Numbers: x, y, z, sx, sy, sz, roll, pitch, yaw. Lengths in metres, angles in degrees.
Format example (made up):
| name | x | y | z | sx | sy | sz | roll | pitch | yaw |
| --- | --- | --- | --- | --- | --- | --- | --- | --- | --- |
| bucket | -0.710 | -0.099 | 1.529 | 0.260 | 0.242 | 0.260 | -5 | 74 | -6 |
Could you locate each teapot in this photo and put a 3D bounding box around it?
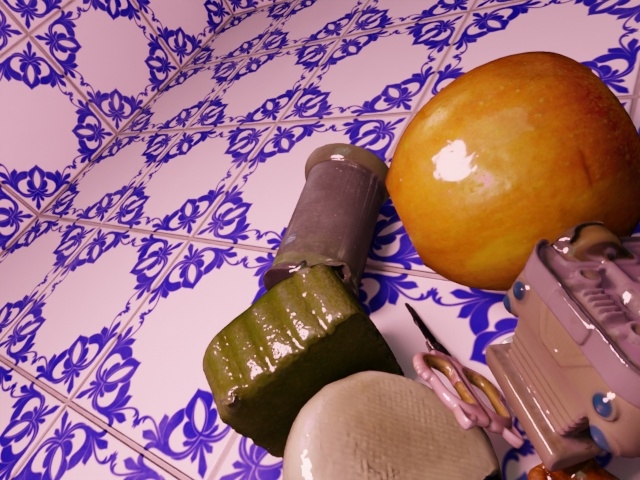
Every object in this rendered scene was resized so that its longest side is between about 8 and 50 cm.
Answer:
| name | x | y | z | sx | sy | sz | roll | pitch | yaw |
| --- | --- | --- | --- | --- | --- | --- | --- | --- | --- |
| teapot | 0.000 | 0.000 | 0.968 | 0.270 | 0.200 | 0.337 | -27 | 35 | 48 |

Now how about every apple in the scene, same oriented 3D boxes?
| name | x | y | z | sx | sy | sz | roll | pitch | yaw |
| --- | --- | --- | --- | --- | --- | --- | --- | --- | --- |
| apple | 0.289 | -0.092 | 0.749 | 0.374 | 0.375 | 0.384 | -17 | -1 | 18 |

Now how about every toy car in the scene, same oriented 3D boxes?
| name | x | y | z | sx | sy | sz | roll | pitch | yaw |
| --- | --- | --- | --- | --- | --- | --- | --- | --- | --- |
| toy car | 0.404 | 0.125 | 0.558 | 0.335 | 0.226 | 0.242 | -2 | 39 | -14 |

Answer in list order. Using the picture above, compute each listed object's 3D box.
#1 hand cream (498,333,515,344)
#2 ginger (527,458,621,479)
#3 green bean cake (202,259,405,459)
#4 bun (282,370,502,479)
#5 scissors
| name | x | y | z | sx | sy | sz | roll | pitch | yaw |
| --- | --- | --- | --- | --- | --- | --- | --- | --- | --- |
| hand cream | 0.313 | 0.212 | 0.656 | 0.076 | 0.047 | 0.174 | -31 | 50 | 1 |
| ginger | 0.306 | 0.307 | 0.536 | 0.103 | 0.073 | 0.162 | -47 | 44 | -7 |
| green bean cake | -0.026 | 0.190 | 0.736 | 0.249 | 0.247 | 0.156 | -37 | 41 | -1 |
| bun | 0.080 | 0.312 | 0.593 | 0.283 | 0.179 | 0.283 | 13 | 34 | -9 |
| scissors | 0.187 | 0.180 | 0.722 | 0.024 | 0.160 | 0.317 | -61 | 19 | 15 |
